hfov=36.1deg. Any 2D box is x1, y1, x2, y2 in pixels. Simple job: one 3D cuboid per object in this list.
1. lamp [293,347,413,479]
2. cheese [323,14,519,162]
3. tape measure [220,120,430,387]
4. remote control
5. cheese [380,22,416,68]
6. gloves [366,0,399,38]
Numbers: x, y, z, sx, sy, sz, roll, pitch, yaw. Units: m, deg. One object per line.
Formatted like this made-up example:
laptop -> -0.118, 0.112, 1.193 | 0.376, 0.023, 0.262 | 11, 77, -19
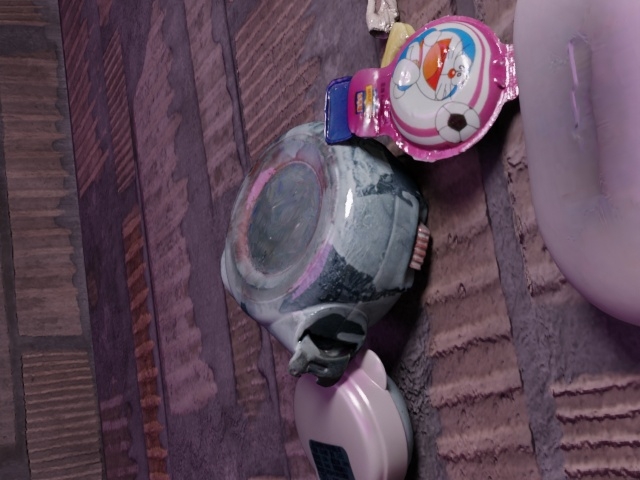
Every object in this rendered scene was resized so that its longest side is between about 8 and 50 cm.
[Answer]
lamp -> 0.050, 0.247, 1.194 | 0.179, 0.107, 0.246 | -3, 96, 62
cheese -> 0.098, -0.154, 1.024 | 0.244, 0.062, 0.155 | -5, 76, 39
tape measure -> 0.000, 0.000, 1.173 | 0.256, 0.147, 0.275 | 36, 102, 52
remote control -> 0.238, -0.097, 0.740 | 0.221, 0.103, 0.332 | -1, 100, 57
cheese -> 0.091, -0.210, 1.141 | 0.044, 0.030, 0.083 | -128, 48, -60
gloves -> 0.071, -0.268, 1.166 | 0.044, 0.037, 0.081 | 6, 82, 29
